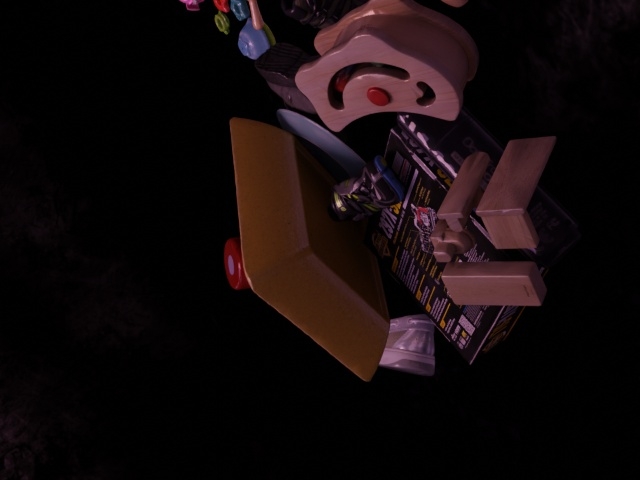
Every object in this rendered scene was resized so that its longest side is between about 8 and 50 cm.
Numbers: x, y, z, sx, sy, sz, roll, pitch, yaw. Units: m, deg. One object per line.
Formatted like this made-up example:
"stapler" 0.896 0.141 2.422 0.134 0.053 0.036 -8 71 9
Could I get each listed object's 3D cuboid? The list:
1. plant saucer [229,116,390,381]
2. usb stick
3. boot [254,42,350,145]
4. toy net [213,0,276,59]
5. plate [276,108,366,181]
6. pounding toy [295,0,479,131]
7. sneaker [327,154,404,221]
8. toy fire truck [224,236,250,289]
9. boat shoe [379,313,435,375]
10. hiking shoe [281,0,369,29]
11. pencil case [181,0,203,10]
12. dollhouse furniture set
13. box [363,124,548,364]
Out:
"plant saucer" 0.000 0.000 1.525 0.333 0.081 0.333 43 -152 -43
"usb stick" 0.201 -0.084 1.230 0.278 0.077 0.045 49 -172 19
"boot" 0.013 -0.199 1.506 0.246 0.083 0.161 33 162 47
"toy net" -0.113 -0.373 1.546 0.122 0.045 0.232 52 158 17
"plate" 0.003 -0.136 1.558 0.188 0.024 0.188 34 172 5
"pounding toy" 0.105 -0.233 1.194 0.154 0.155 0.269 37 150 -22
"sneaker" 0.057 -0.059 1.364 0.067 0.078 0.188 61 161 4
"toy fire truck" -0.079 -0.046 1.838 0.302 0.169 0.254 169 95 -70
"boat shoe" 0.110 0.171 1.791 0.118 0.103 0.320 14 175 -20
"hiking shoe" 0.005 -0.296 1.287 0.227 0.114 0.086 62 159 -16
"pencil case" -0.185 -0.438 1.540 0.209 0.095 0.098 135 135 -71
"dollhouse furniture set" 0.213 -0.020 1.181 0.144 0.123 0.151 -2 133 36
"box" 0.182 0.004 1.398 0.257 0.079 0.322 51 159 20
